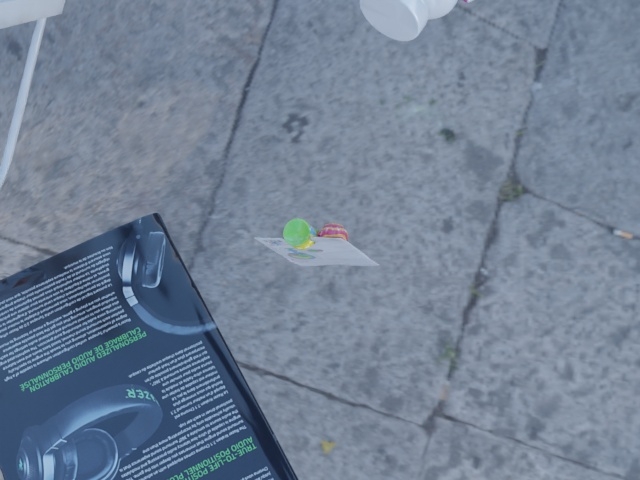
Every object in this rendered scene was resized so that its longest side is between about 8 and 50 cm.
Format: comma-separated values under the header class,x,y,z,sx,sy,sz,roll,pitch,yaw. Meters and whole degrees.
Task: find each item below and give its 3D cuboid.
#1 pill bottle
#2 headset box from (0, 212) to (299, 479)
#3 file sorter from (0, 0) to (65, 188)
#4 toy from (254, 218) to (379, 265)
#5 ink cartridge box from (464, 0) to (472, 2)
class,x,y,z,sx,sy,sz,roll,pitch,yaw
pill bottle,0.121,-0.308,1.139,0.103,0.103,0.184,40,69,-15
headset box,-0.072,0.174,0.590,0.131,0.246,0.283,-26,61,-11
file sorter,-0.349,-0.125,0.697,0.278,0.193,0.173,18,108,0
toy,0.000,0.000,1.649,0.137,0.237,0.056,0,82,18
ink cartridge box,0.099,-0.467,1.405,0.069,0.371,0.175,-31,134,-12
